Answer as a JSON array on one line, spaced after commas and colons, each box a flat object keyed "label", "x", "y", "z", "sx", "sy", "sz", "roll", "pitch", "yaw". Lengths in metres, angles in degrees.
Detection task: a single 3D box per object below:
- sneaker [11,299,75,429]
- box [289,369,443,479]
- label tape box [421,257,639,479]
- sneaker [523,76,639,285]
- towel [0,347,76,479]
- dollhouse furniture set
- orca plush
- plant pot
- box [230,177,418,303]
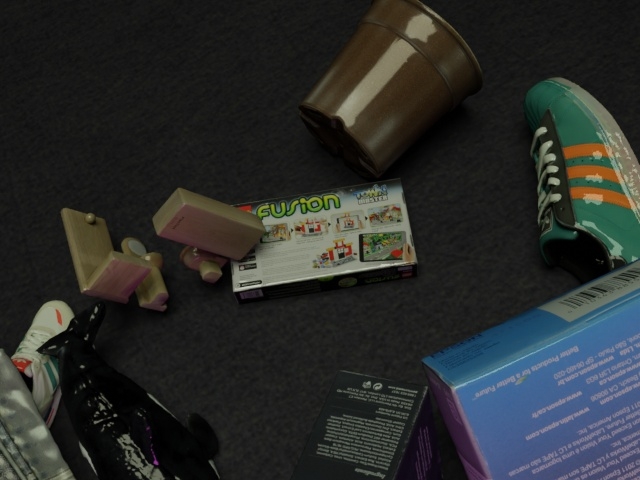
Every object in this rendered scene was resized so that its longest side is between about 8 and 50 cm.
[{"label": "sneaker", "x": -0.305, "y": 0.131, "z": 1.074, "sx": 0.057, "sy": 0.075, "sz": 0.161, "roll": 6, "pitch": 63, "yaw": 9}, {"label": "box", "x": 0.043, "y": 0.232, "z": 0.912, "sx": 0.093, "sy": 0.156, "sz": 0.158, "roll": 8, "pitch": 47, "yaw": 22}, {"label": "label tape box", "x": 0.276, "y": 0.222, "z": 0.922, "sx": 0.249, "sy": 0.115, "sz": 0.348, "roll": -24, "pitch": 101, "yaw": -7}, {"label": "sneaker", "x": 0.281, "y": -0.048, "z": 1.089, "sx": 0.121, "sy": 0.108, "sz": 0.302, "roll": -19, "pitch": 63, "yaw": -9}, {"label": "towel", "x": -0.399, "y": 0.262, "z": 0.942, "sx": 0.324, "sy": 0.056, "sz": 0.312, "roll": -32, "pitch": 87, "yaw": -20}, {"label": "dollhouse furniture set", "x": -0.175, "y": -0.020, "z": 1.097, "sx": 0.151, "sy": 0.144, "sz": 0.123, "roll": -47, "pitch": 48, "yaw": 24}, {"label": "orca plush", "x": -0.174, "y": 0.178, "z": 0.995, "sx": 0.151, "sy": 0.102, "sz": 0.287, "roll": -13, "pitch": 62, "yaw": -29}, {"label": "plant pot", "x": 0.071, "y": -0.172, "z": 1.156, "sx": 0.167, "sy": 0.167, "sz": 0.165, "roll": 38, "pitch": 80, "yaw": 22}, {"label": "box", "x": 0.000, "y": 0.000, "z": 1.133, "sx": 0.206, "sy": 0.036, "sz": 0.114, "roll": -9, "pitch": 62, "yaw": 1}]
